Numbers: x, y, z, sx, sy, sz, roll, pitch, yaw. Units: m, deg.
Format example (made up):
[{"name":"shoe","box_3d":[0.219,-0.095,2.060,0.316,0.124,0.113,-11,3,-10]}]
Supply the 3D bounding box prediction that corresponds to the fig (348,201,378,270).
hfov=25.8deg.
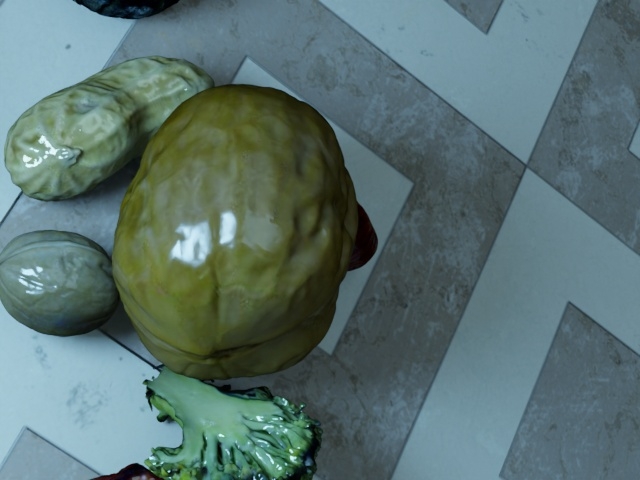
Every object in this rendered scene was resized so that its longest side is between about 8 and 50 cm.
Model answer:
[{"name":"fig","box_3d":[0.011,-0.012,2.022,0.150,0.128,0.128,-4,76,-34]}]

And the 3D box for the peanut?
[{"name":"peanut","box_3d":[-0.281,-0.160,1.883,0.325,0.153,0.140,-30,95,-27]}]

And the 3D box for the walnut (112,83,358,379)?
[{"name":"walnut","box_3d":[-0.110,-0.013,1.817,0.308,0.354,0.398,15,48,-2]}]

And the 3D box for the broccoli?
[{"name":"broccoli","box_3d":[-0.131,0.299,1.849,0.242,0.273,0.180,-32,136,-43]}]

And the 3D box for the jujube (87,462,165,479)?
[{"name":"jujube","box_3d":[-0.283,0.362,1.687,0.236,0.168,0.168,-40,96,-14]}]

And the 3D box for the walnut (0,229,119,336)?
[{"name":"walnut","box_3d":[-0.337,0.054,1.791,0.162,0.140,0.140,0,74,-21]}]

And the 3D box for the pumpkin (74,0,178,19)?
[{"name":"pumpkin","box_3d":[-0.278,-0.424,1.964,0.233,0.163,0.233,8,72,-27]}]
